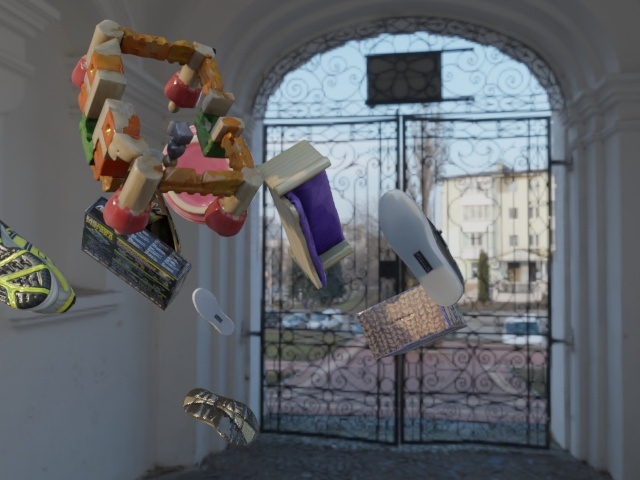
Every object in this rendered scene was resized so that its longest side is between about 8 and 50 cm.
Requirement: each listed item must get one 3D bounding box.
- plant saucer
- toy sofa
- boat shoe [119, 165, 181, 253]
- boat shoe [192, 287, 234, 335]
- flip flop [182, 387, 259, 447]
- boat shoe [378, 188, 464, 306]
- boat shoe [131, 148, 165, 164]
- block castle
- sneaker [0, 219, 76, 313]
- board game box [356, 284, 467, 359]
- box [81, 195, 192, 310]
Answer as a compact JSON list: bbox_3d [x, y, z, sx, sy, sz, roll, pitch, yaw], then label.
[{"bbox_3d":[-0.379,-0.214,1.973,0.333,0.331,0.084,-1,6,12],"label":"plant saucer"},{"bbox_3d":[-0.017,-0.054,1.521,0.150,0.177,0.362,-33,-38,-12],"label":"toy sofa"},{"bbox_3d":[-0.487,-0.080,1.770,0.111,0.307,0.104,-33,26,-13],"label":"boat shoe"},{"bbox_3d":[-0.245,0.159,1.356,0.049,0.142,0.040,-45,33,-22],"label":"boat shoe"},{"bbox_3d":[-0.283,0.512,1.759,0.277,0.112,0.080,14,-31,33],"label":"flip flop"},{"bbox_3d":[0.251,0.009,1.458,0.113,0.306,0.105,-39,-7,28],"label":"boat shoe"},{"bbox_3d":[-0.410,-0.185,1.344,0.125,0.046,0.038,-10,32,-25],"label":"boat shoe"},{"bbox_3d":[-0.334,-0.219,1.277,0.303,0.453,0.213,0,-34,-38],"label":"block castle"},{"bbox_3d":[-0.692,0.051,1.334,0.385,0.145,0.147,36,-12,26],"label":"sneaker"},{"bbox_3d":[0.277,0.236,1.796,0.232,0.141,0.291,-27,-16,18],"label":"board game box"},{"bbox_3d":[-0.457,0.039,1.494,0.270,0.060,0.216,37,-35,-2],"label":"box"}]
